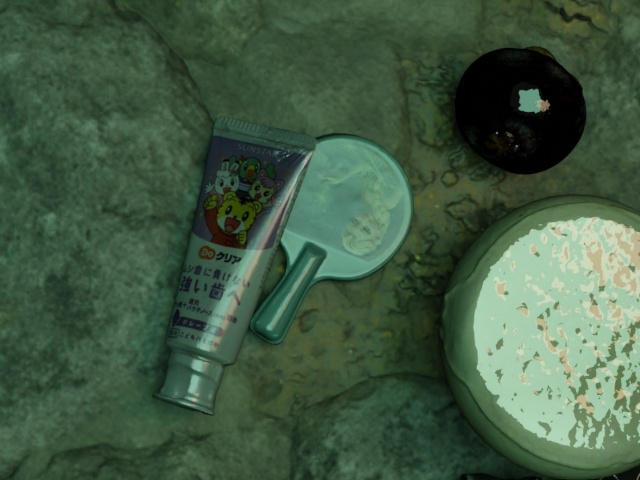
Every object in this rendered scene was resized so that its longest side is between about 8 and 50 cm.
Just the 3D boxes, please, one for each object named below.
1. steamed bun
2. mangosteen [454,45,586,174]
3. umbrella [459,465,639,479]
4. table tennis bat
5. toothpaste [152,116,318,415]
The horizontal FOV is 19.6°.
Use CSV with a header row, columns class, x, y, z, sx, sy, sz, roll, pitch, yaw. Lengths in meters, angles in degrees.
class,x,y,z,sx,sy,sz,roll,pitch,yaw
steamed bun,0.251,0.096,1.860,0.283,0.177,0.283,0,87,-7
mangosteen,0.210,-0.146,1.907,0.137,0.137,0.151,32,47,-6
umbrella,0.254,0.287,1.882,0.272,0.110,0.122,0,83,-9
table tennis bat,0.000,0.000,1.897,0.149,0.038,0.237,33,78,-5
toothpaste,-0.095,0.024,1.860,0.114,0.073,0.299,13,81,21
